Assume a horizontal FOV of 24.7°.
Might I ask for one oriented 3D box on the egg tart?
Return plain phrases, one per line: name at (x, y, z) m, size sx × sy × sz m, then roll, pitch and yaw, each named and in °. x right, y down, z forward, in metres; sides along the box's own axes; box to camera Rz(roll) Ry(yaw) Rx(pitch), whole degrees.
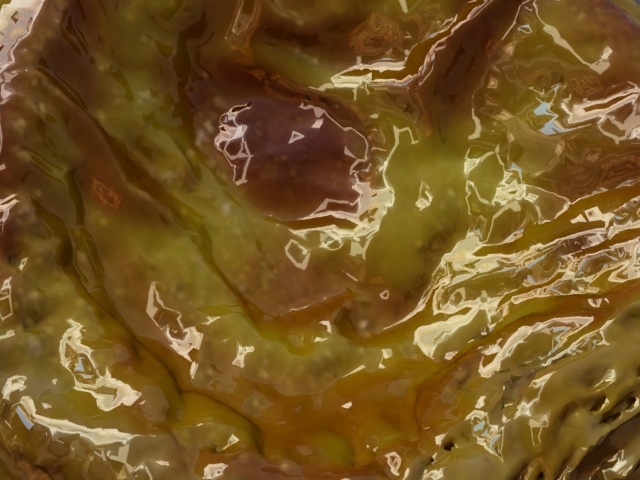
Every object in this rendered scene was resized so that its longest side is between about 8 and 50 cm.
egg tart at (0.000, 0.000, 0.498) m, size 0.116 × 0.294 × 0.295 m, roll 107°, pitch 166°, yaw -59°
